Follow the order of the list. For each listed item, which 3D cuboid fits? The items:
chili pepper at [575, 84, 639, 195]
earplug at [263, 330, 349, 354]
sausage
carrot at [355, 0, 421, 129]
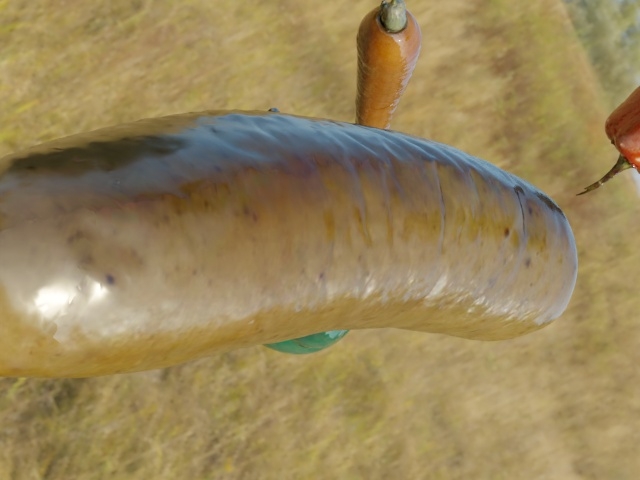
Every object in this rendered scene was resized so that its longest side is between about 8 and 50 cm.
[{"bbox_3d":[0.324,-0.102,1.088,0.084,0.192,0.086,38,24,-21],"label":"chili pepper"},{"bbox_3d":[-0.084,0.023,1.088,0.280,0.258,0.163,45,-28,47],"label":"earplug"},{"bbox_3d":[0.000,-0.003,0.634,0.501,0.123,0.136,2,94,-51],"label":"sausage"},{"bbox_3d":[0.066,-0.172,1.251,0.336,0.069,0.069,98,-29,-68],"label":"carrot"}]
